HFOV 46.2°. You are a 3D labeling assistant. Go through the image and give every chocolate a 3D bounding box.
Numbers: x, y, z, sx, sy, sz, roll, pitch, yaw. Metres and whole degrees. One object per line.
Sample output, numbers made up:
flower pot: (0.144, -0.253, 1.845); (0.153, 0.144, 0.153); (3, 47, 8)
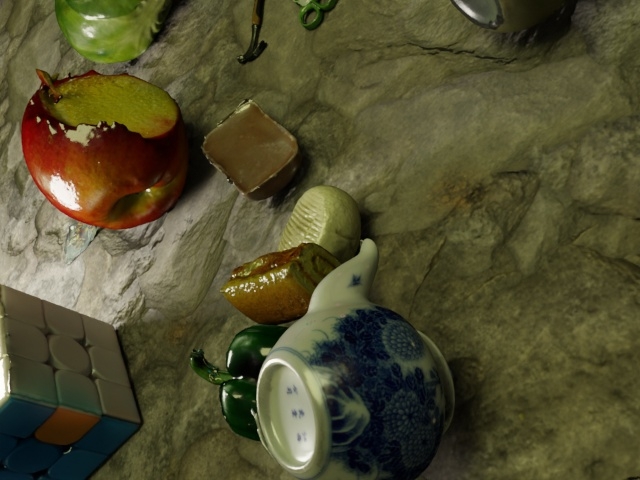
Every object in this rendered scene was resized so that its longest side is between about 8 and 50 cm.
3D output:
chocolate: (-0.130, -0.167, 1.501); (0.161, 0.083, 0.261); (-37, 45, -3)

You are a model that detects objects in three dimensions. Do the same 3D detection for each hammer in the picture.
hammer: (-0.149, -0.506, 1.750); (0.078, 0.021, 0.201); (-14, 60, 37)

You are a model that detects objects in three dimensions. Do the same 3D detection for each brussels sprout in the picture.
brussels sprout: (-0.548, -0.659, 2.018); (0.355, 0.281, 0.289); (-30, 50, 14)

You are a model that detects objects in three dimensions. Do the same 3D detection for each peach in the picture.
peach: (-0.469, -0.190, 1.647); (0.406, 0.335, 0.310); (36, 126, 34)

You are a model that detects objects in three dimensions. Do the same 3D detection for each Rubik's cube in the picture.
Rubik's cube: (-0.580, 0.314, 1.490); (0.292, 0.290, 0.291); (-45, 45, 15)

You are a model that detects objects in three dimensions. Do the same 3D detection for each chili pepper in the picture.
chili pepper: (-0.090, 0.217, 1.192); (0.261, 0.165, 0.173); (2, 88, 41)

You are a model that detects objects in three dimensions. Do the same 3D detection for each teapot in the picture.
teapot: (0.070, 0.204, 0.991); (0.252, 0.280, 0.424); (-26, 73, 54)

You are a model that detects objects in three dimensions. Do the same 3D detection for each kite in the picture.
kite: (-0.569, -0.046, 1.879); (0.245, 0.015, 0.141); (-37, 48, 26)

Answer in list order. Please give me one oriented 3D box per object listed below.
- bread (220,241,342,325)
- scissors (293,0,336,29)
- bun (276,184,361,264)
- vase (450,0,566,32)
bread: (-0.050, 0.070, 1.165); (0.172, 0.132, 0.103); (-20, 40, 45)
scissors: (-0.037, -0.541, 1.665); (0.101, 0.027, 0.204); (-48, 46, 9)
bun: (0.000, 0.000, 1.278); (0.164, 0.111, 0.188); (30, 97, 59)
vase: (0.320, -0.496, 1.205); (0.302, 0.241, 0.329); (-44, 18, -2)
